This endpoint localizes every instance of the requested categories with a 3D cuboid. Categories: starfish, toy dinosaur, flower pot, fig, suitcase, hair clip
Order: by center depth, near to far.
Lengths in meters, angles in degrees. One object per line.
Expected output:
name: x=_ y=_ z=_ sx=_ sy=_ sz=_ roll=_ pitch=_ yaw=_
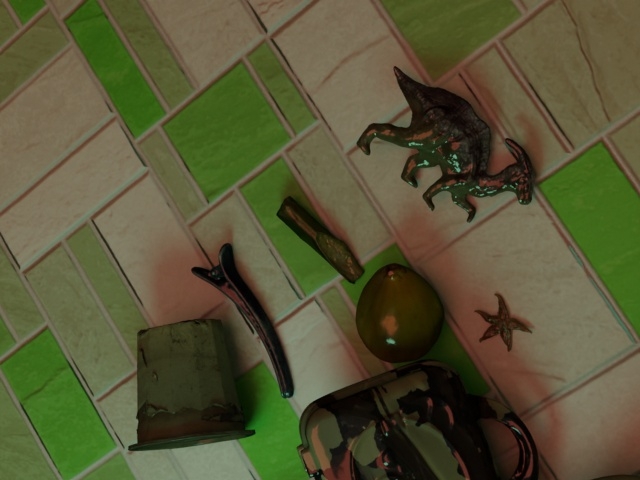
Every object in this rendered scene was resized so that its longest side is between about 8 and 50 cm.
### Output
suitcase: x=0.162 y=0.364 z=1.804 sx=0.339 sy=0.194 sz=0.352 roll=-21 pitch=85 yaw=-6
toy dinosaur: x=0.193 y=-0.137 z=1.834 sx=0.294 sy=0.077 sz=0.162 roll=40 pitch=103 yaw=1
starfish: x=0.284 y=0.127 z=1.841 sx=0.086 sy=0.016 sz=0.092 roll=-6 pitch=88 yaw=21
fig: x=0.121 y=0.115 z=1.847 sx=0.136 sy=0.121 sz=0.153 roll=-20 pitch=72 yaw=-14
flower pot: x=-0.226 y=0.239 z=1.963 sx=0.212 sy=0.212 sz=0.203 roll=-14 pitch=80 yaw=22
hair clip: x=-0.113 y=0.139 z=1.988 sx=0.083 sy=0.048 sz=0.275 roll=-36 pitch=81 yaw=16

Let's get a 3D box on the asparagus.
asparagus: x=0.000 y=0.000 z=1.936 sx=0.178 sy=0.041 sz=0.045 roll=43 pitch=115 yaw=14

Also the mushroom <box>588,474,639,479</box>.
mushroom: x=0.429 y=0.506 z=1.624 sx=0.362 sy=0.294 sz=0.362 roll=1 pitch=85 yaw=-8
